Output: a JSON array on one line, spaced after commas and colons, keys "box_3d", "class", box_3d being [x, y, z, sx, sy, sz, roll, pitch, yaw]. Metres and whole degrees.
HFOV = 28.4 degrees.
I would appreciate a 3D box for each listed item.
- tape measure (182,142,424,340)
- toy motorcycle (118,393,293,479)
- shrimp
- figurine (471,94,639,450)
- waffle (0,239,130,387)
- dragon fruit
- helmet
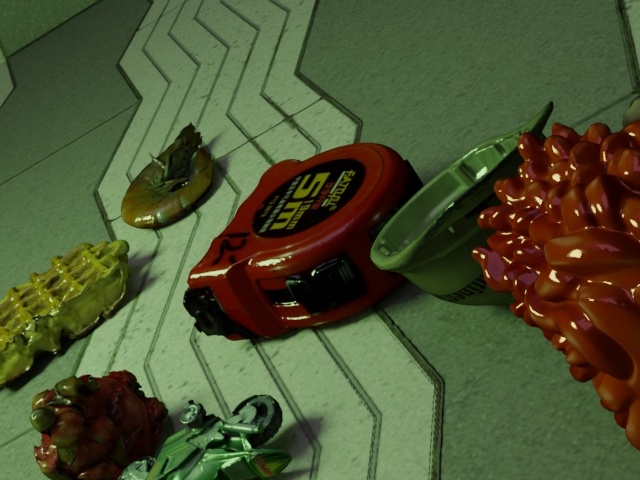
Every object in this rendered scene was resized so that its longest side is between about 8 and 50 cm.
[{"box_3d": [0.000, 0.000, 1.427, 0.260, 0.114, 0.253, -8, 35, 36], "class": "tape measure"}, {"box_3d": [-0.118, 0.220, 1.231, 0.190, 0.074, 0.106, -28, 35, 9], "class": "toy motorcycle"}, {"box_3d": [-0.222, -0.101, 1.928, 0.150, 0.068, 0.248, -10, 37, 18], "class": "shrimp"}, {"box_3d": [0.307, -0.012, 1.003, 0.306, 0.241, 0.412, 24, 40, 34], "class": "figurine"}, {"box_3d": [-0.392, 0.109, 1.755, 0.309, 0.065, 0.283, -22, 26, 31], "class": "waffle"}, {"box_3d": [-0.246, 0.200, 1.342, 0.150, 0.208, 0.133, 43, 91, 21], "class": "dragon fruit"}, {"box_3d": [0.170, -0.008, 1.196, 0.204, 0.137, 0.257, -45, 5, -19], "class": "helmet"}]
